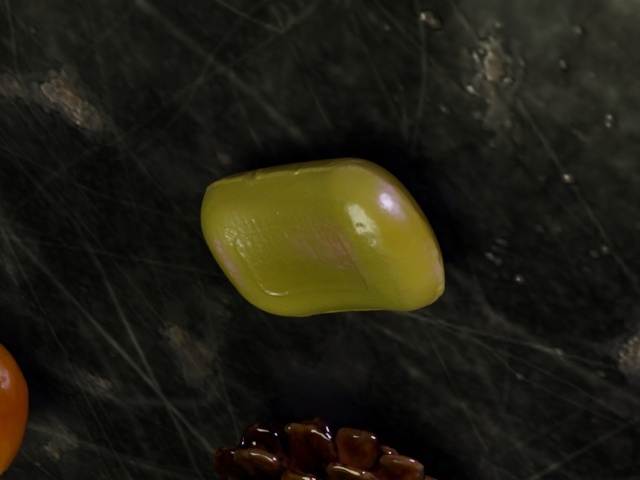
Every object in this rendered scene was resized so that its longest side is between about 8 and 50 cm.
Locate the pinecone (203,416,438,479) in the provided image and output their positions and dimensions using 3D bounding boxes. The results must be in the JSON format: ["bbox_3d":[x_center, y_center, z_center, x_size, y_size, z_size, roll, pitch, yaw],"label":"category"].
[{"bbox_3d":[-0.013,0.197,0.917,0.163,0.165,0.163,22,148,15],"label":"pinecone"}]

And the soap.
[{"bbox_3d":[0.001,-0.001,0.804,0.140,0.045,0.089,-5,122,44],"label":"soap"}]

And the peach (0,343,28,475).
[{"bbox_3d":[-0.270,0.115,1.079,0.138,0.138,0.138,23,140,21],"label":"peach"}]
